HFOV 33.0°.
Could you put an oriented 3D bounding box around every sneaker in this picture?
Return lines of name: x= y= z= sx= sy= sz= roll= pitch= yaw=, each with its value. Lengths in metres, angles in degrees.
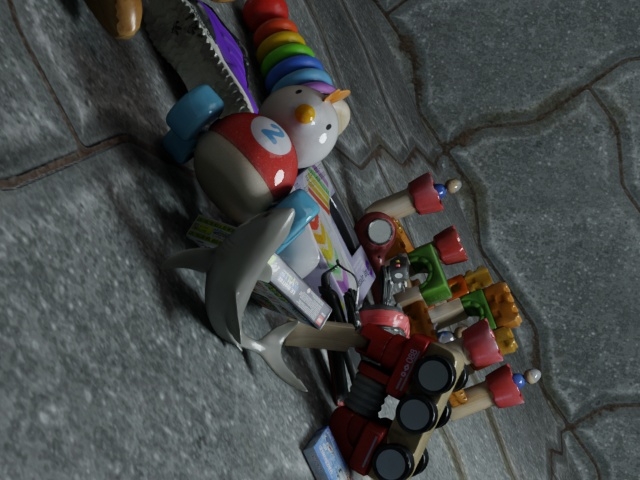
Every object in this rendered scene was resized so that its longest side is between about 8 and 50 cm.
sneaker: x=-0.143 y=-0.239 z=1.627 sx=0.293 sy=0.102 sz=0.146 roll=66 pitch=24 yaw=-1
sneaker: x=0.118 y=0.212 z=1.861 sx=0.276 sy=0.098 sz=0.135 roll=62 pitch=31 yaw=-61

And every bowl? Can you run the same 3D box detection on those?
bowl: x=-0.070 y=-0.006 z=1.554 sx=0.053 sy=0.142 sz=0.141 roll=-15 pitch=79 yaw=-29

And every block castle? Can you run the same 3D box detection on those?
block castle: x=0.275 y=0.113 z=2.199 sx=0.303 sy=0.213 sz=0.453 roll=56 pitch=14 yaw=-52

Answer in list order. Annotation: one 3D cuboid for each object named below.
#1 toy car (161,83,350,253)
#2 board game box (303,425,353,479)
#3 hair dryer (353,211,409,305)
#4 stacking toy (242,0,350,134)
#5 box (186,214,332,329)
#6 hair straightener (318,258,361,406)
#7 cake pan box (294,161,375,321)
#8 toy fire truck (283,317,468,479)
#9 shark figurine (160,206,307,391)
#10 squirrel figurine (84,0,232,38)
toy car: x=-0.049 y=-0.138 z=1.425 sx=0.219 sy=0.238 sz=0.210 roll=47 pitch=-15 yaw=1
board game box: x=0.012 y=0.314 z=1.505 sx=0.090 sy=0.020 sz=0.090 roll=65 pitch=17 yaw=-3
hair dryer: x=0.099 y=0.054 z=2.053 sx=0.293 sy=0.080 sz=0.223 roll=-99 pitch=-164 yaw=-53
stacking toy: x=-0.065 y=-0.337 z=2.027 sx=0.141 sy=0.141 sz=0.330 roll=34 pitch=30 yaw=-62
box: x=-0.080 y=0.045 z=1.449 sx=0.036 sy=0.114 sz=0.207 roll=-59 pitch=140 yaw=-15
hair straightener: x=0.050 y=0.139 z=1.676 sx=0.047 sy=0.089 sz=0.230 roll=11 pitch=68 yaw=-57
cake pan box: x=0.000 y=0.000 z=1.839 sx=0.245 sy=0.070 sz=0.267 roll=66 pitch=16 yaw=-6
toy fire truck: x=0.060 y=0.215 z=1.578 sx=0.246 sy=0.217 sz=0.158 roll=26 pitch=4 yaw=20
shark figurine: x=-0.096 y=0.095 z=1.327 sx=0.278 sy=0.166 sz=0.116 roll=86 pitch=-14 yaw=-45
squirrel figurine: x=-0.176 y=-0.495 z=1.437 sx=0.397 sy=0.371 sz=0.281 roll=47 pitch=-38 yaw=29
